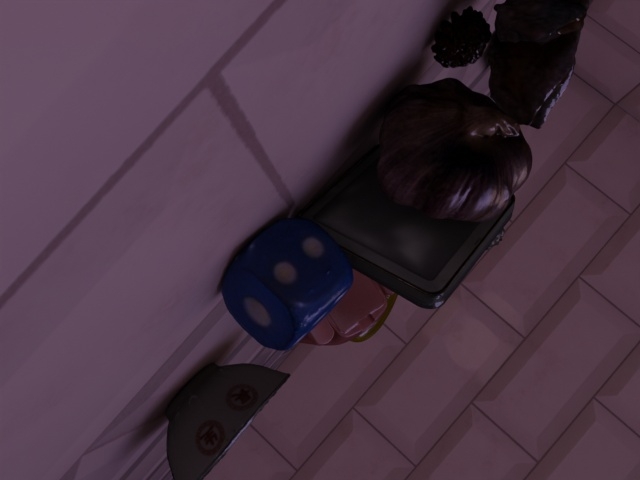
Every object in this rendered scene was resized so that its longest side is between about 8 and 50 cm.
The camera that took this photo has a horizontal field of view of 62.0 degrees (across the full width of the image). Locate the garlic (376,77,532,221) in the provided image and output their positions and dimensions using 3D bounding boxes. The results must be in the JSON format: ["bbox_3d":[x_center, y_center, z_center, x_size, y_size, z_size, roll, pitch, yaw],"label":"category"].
[{"bbox_3d":[0.193,-0.140,0.771,0.245,0.245,0.161,-44,168,-28],"label":"garlic"}]

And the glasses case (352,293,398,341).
[{"bbox_3d":[0.151,0.123,1.575,0.173,0.141,0.372,42,68,-49],"label":"glasses case"}]

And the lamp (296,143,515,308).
[{"bbox_3d":[0.136,-0.041,0.848,0.269,0.266,0.047,-43,149,-32],"label":"lamp"}]

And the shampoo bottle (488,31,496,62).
[{"bbox_3d":[0.450,-0.441,1.249,0.129,0.084,0.323,-55,170,19],"label":"shampoo bottle"}]

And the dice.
[{"bbox_3d":[-0.048,0.061,0.771,0.146,0.143,0.146,-38,168,-35],"label":"dice"}]

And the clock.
[{"bbox_3d":[0.018,0.126,1.073,0.227,0.142,0.241,-33,-179,-24],"label":"clock"}]

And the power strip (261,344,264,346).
[{"bbox_3d":[-0.112,0.242,1.556,0.137,0.044,0.216,-50,171,5],"label":"power strip"}]

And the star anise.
[{"bbox_3d":[0.284,-0.302,0.688,0.331,0.117,0.332,-33,128,-57],"label":"star anise"}]

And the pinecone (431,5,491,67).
[{"bbox_3d":[0.189,-0.275,0.732,0.077,0.077,0.083,-45,-158,-25],"label":"pinecone"}]

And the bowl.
[{"bbox_3d":[-0.231,0.375,1.169,0.337,0.157,0.337,-48,172,-9],"label":"bowl"}]

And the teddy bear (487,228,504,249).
[{"bbox_3d":[0.422,-0.150,1.468,0.224,0.368,0.357,-31,-171,29],"label":"teddy bear"}]
